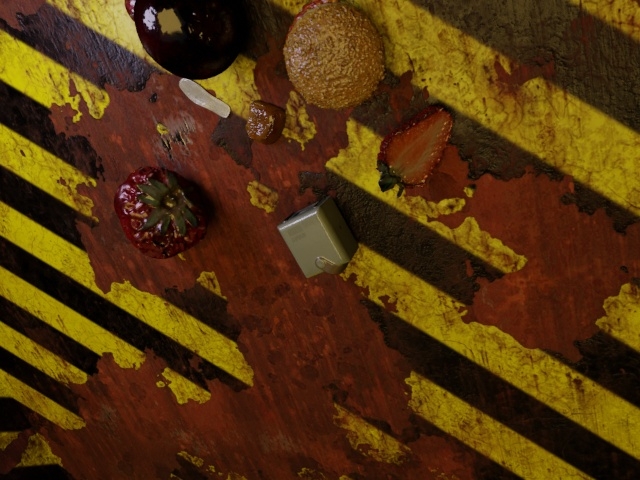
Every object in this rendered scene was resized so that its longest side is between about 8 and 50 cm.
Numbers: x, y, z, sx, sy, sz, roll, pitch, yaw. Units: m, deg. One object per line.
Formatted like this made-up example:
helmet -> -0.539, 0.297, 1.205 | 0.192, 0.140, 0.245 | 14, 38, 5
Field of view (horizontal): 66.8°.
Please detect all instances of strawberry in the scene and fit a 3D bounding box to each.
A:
strawberry -> -0.563, -0.080, 1.707 | 0.317, 0.295, 0.345 | 30, 156, -17
strawberry -> 0.263, -0.266, 1.416 | 0.188, 0.106, 0.286 | 30, 110, -25

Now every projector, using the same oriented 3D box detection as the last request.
projector -> 0.000, 0.000, 1.596 | 0.177, 0.163, 0.242 | -25, 104, 28

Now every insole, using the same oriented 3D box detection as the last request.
insole -> -0.376, -0.460, 1.574 | 0.192, 0.010, 0.063 | 32, 121, 1

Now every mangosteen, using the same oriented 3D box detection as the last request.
mangosteen -> -0.364, -0.602, 1.356 | 0.297, 0.293, 0.297 | -7, 121, -13

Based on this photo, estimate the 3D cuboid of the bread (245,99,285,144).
bread -> -0.181, -0.370, 1.538 | 0.126, 0.044, 0.129 | 25, 124, 6

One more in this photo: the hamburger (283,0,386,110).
hamburger -> 0.037, -0.500, 1.321 | 0.294, 0.179, 0.276 | 46, 119, -7

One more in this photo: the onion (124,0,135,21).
onion -> -0.539, -0.697, 1.461 | 0.107, 0.097, 0.107 | 18, 140, 16
